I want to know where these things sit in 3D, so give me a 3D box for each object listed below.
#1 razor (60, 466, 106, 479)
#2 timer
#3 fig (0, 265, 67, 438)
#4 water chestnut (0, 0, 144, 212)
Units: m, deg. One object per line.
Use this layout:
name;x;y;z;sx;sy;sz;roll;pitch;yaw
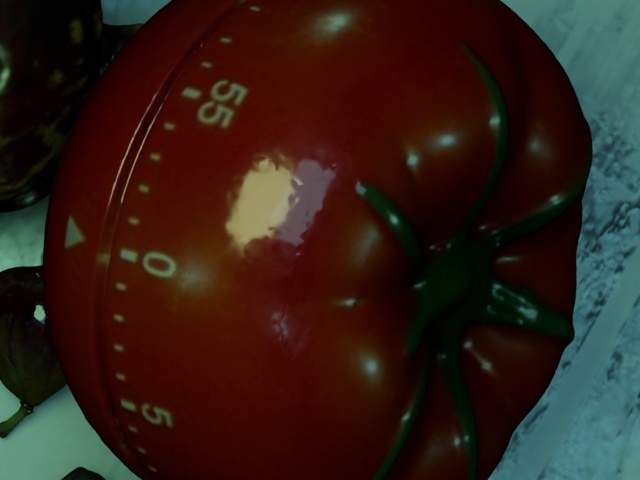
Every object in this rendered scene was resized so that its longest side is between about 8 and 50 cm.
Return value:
razor;-0.186;0.229;1.297;0.090;0.054;0.148;45;77;-4
timer;0.000;0.000;1.204;0.279;0.378;0.378;21;77;37
fig;-0.197;0.081;1.306;0.089;0.089;0.125;2;108;-11
water chestnut;-0.218;-0.167;1.215;0.300;0.300;0.300;1;84;-11
